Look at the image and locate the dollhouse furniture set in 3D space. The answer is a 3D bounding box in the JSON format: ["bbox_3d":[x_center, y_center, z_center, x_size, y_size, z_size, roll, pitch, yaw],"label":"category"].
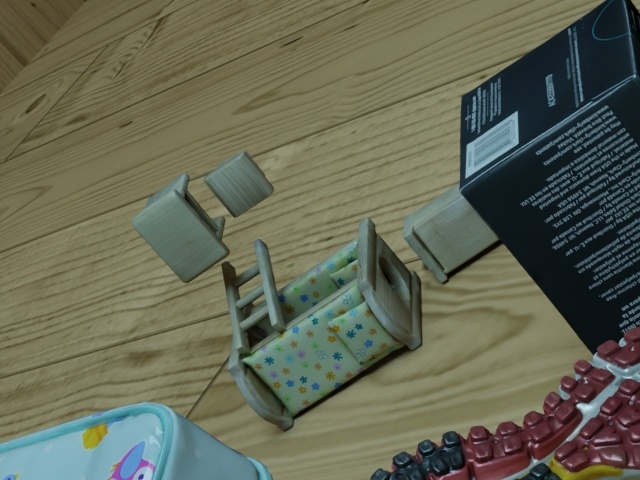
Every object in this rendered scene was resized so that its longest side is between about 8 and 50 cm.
[{"bbox_3d":[0.000,0.000,1.178,0.182,0.161,0.101,-35,20,17],"label":"dollhouse furniture set"}]

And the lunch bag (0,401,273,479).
[{"bbox_3d":[-0.146,0.205,1.015,0.279,0.108,0.224,-18,44,41],"label":"lunch bag"}]

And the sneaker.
[{"bbox_3d":[0.126,0.109,0.830,0.225,0.092,0.088,-23,38,-3],"label":"sneaker"}]

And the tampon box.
[{"bbox_3d":[0.156,-0.017,0.933,0.101,0.161,0.120,-33,19,19],"label":"tampon box"}]
